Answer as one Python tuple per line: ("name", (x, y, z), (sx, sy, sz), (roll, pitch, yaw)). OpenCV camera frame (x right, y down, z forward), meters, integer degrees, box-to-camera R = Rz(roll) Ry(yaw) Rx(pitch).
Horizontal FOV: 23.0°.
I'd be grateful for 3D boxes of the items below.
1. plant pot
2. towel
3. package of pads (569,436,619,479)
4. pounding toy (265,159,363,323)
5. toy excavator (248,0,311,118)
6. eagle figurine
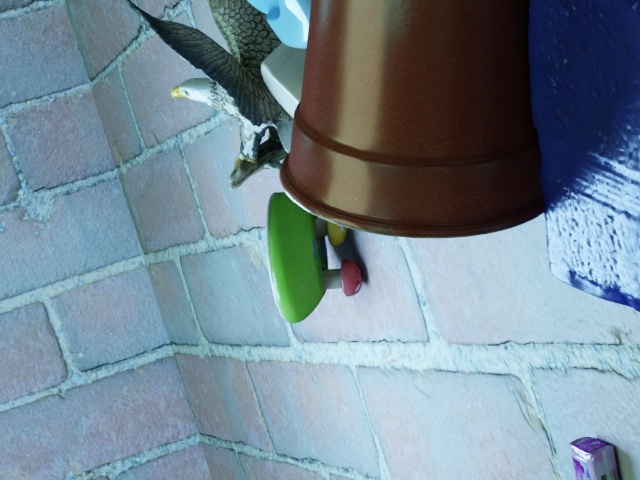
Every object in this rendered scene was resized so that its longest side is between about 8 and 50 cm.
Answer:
("plant pot", (0.098, -0.178, 1.471), (0.272, 0.272, 0.265), (-135, 40, -54))
("towel", (0.269, -0.080, 1.338), (0.227, 0.076, 0.308), (32, 137, 55))
("package of pads", (0.288, 0.248, 1.636), (0.050, 0.032, 0.083), (20, 126, 66))
("pounding toy", (0.000, 0.000, 2.182), (0.237, 0.110, 0.183), (-84, -16, -46))
("toy excavator", (-0.021, -0.284, 1.721), (0.445, 0.222, 0.433), (54, 162, -23))
("eagle figurine", (-0.106, -0.221, 2.033), (0.226, 0.225, 0.298), (-113, 7, -59))
